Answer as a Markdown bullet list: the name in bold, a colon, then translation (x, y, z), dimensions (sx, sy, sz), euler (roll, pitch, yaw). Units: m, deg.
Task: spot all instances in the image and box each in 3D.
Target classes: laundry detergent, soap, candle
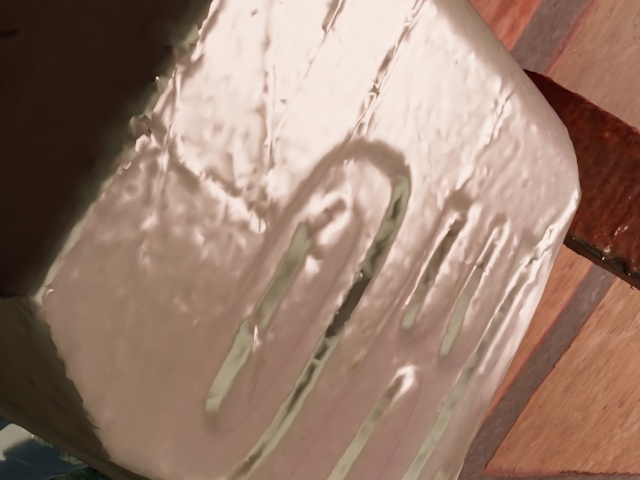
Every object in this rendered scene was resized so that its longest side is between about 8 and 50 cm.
- **laundry detergent**: translation (-0.198, 0.129, 1.027), dimensions (0.206, 0.061, 0.096), euler (-24, 141, -29)
- **soap**: translation (-0.055, -0.015, 0.860), dimensions (0.350, 0.213, 0.435), euler (-58, 144, -7)
- **candle**: translation (0.264, -0.021, 1.186), dimensions (0.317, 0.287, 0.131), euler (26, 99, -51)

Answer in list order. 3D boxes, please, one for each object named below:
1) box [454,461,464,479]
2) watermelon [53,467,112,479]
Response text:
- **box**: translation (-0.005, 0.164, 1.169), dimensions (0.210, 0.129, 0.148), euler (5, 122, -29)
- **watermelon**: translation (-0.176, 0.196, 1.140), dimensions (0.085, 0.085, 0.061), euler (-34, -177, -19)
